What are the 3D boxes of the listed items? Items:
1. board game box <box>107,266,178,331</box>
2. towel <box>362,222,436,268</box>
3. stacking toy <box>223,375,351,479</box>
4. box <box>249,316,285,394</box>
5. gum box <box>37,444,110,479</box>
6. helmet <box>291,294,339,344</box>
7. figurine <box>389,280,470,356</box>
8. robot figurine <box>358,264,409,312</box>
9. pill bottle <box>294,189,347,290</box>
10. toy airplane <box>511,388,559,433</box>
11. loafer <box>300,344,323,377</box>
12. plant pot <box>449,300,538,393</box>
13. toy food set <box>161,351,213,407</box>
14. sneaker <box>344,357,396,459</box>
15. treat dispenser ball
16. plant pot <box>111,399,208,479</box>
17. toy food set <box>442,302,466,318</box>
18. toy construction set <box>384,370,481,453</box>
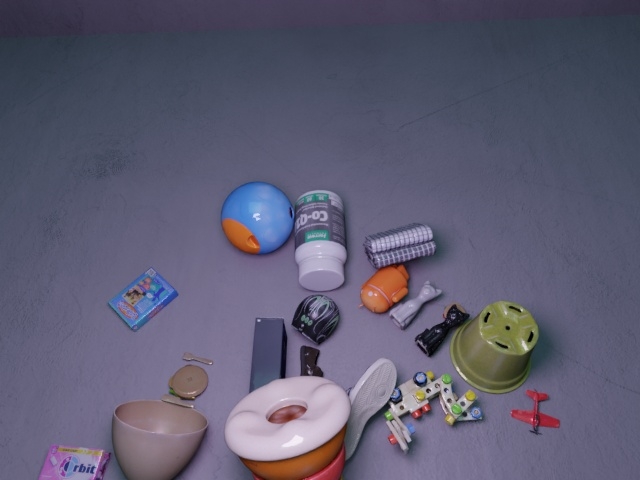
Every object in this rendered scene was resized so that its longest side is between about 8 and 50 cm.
[{"bbox_3d":[-0.685,0.225,1.844,0.160,0.047,0.210,37,66,24],"label":"board game box"},{"bbox_3d":[0.290,0.022,1.798,0.235,0.283,0.121,-15,94,0],"label":"towel"},{"bbox_3d":[-0.051,0.660,1.335,0.351,0.479,0.350,-11,12,2],"label":"stacking toy"},{"bbox_3d":[-0.171,0.415,1.606,0.103,0.184,0.261,-2,57,3],"label":"box"},{"bbox_3d":[-0.776,0.719,1.515,0.189,0.062,0.107,3,57,6],"label":"gum box"},{"bbox_3d":[-0.012,0.273,1.713,0.169,0.169,0.161,33,81,22],"label":"helmet"},{"bbox_3d":[0.388,0.267,1.707,0.209,0.092,0.215,-39,62,-10],"label":"figurine"},{"bbox_3d":[0.236,0.180,1.767,0.158,0.128,0.219,38,67,18],"label":"robot figurine"},{"bbox_3d":[0.000,0.000,1.855,0.204,0.204,0.360,-3,56,1],"label":"pill bottle"},{"bbox_3d":[0.704,0.554,1.552,0.151,0.028,0.151,-2,57,4],"label":"toy airplane"},{"bbox_3d":[-0.029,0.460,1.628,0.078,0.080,0.220,-4,56,1],"label":"loafer"},{"bbox_3d":[0.588,0.332,1.571,0.276,0.254,0.276,-2,56,2],"label":"plant pot"},{"bbox_3d":[-0.459,0.493,1.663,0.133,0.038,0.192,15,45,5],"label":"toy food set"},{"bbox_3d":[0.103,0.516,1.527,0.350,0.131,0.148,-51,22,-14],"label":"sneaker"},{"bbox_3d":[-0.247,-0.088,1.879,0.288,0.288,0.288,-2,57,3],"label":"treat dispenser ball"},{"bbox_3d":[-0.507,0.630,1.462,0.284,0.284,0.190,12,87,11],"label":"plant pot"},{"bbox_3d":[0.494,0.272,1.755,0.083,0.020,0.083,-28,60,-14],"label":"toy food set"},{"bbox_3d":[0.333,0.541,1.524,0.328,0.151,0.215,-19,57,-22],"label":"toy construction set"}]
